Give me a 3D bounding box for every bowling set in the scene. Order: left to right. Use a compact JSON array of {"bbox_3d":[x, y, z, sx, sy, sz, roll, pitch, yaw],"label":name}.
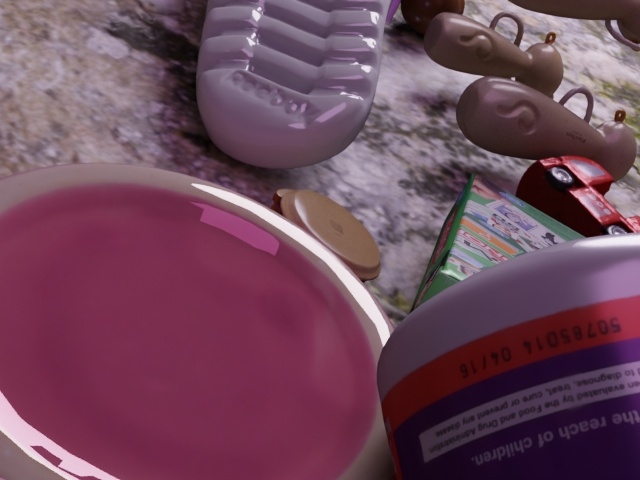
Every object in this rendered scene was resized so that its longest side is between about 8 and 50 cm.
[{"bbox_3d":[0.173,-0.197,1.030,0.154,0.287,0.200,14,5,-25],"label":"bowling set"}]

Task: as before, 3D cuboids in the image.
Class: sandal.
[{"bbox_3d":[-0.005,-0.195,0.991,0.169,0.102,0.416,14,49,9],"label":"sandal"}]

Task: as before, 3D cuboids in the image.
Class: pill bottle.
[{"bbox_3d":[0.138,0.171,0.520,0.181,0.181,0.323,2,64,-28],"label":"pill bottle"}]

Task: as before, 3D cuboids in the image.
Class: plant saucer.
[{"bbox_3d":[-0.083,0.072,0.630,0.332,0.084,0.332,16,38,-13],"label":"plant saucer"}]

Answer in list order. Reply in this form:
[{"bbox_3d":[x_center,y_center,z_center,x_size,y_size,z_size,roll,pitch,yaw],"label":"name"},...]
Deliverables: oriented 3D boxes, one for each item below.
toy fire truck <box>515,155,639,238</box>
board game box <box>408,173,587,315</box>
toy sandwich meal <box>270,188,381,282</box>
[{"bbox_3d":[0.245,0.007,0.926,0.135,0.047,0.192,-11,50,-39],"label":"toy fire truck"},{"bbox_3d":[0.208,0.080,0.760,0.317,0.046,0.213,30,21,2],"label":"board game box"},{"bbox_3d":[0.000,0.000,0.800,0.085,0.029,0.085,33,24,-17],"label":"toy sandwich meal"}]
